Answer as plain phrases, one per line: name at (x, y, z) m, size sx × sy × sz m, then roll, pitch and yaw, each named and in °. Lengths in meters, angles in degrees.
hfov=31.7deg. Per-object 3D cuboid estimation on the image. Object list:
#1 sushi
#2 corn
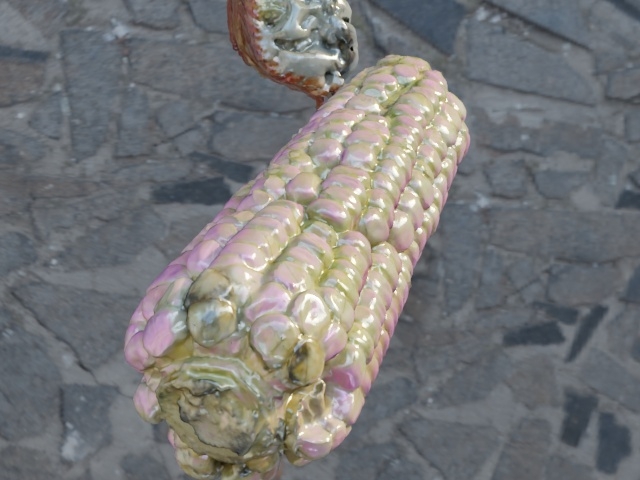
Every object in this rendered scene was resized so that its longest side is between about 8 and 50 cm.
sushi at (-0.035, -0.293, 1.187) m, size 0.130 × 0.124 × 0.332 m, roll -5°, pitch 95°, yaw -9°
corn at (0.000, -0.002, 0.650) m, size 0.126 × 0.127 × 0.335 m, roll 55°, pitch 35°, yaw -18°
